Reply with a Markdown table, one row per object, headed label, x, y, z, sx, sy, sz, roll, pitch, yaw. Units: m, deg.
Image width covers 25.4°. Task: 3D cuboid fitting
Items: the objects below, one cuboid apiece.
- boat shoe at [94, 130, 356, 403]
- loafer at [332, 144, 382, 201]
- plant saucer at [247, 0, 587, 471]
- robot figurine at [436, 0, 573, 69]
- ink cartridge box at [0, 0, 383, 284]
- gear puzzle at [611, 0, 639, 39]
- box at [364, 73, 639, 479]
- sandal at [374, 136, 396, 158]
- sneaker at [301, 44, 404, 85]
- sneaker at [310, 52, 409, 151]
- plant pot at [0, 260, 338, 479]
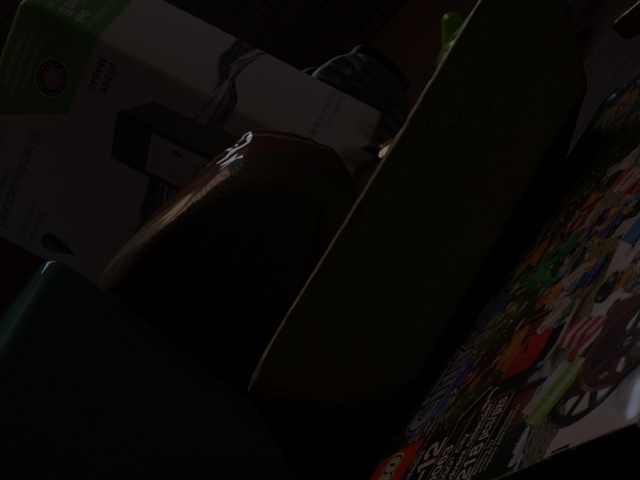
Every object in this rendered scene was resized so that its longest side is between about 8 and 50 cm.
| label | x | y | z | sx | sy | sz | roll | pitch | yaw |
| --- | --- | --- | --- | --- | --- | --- | --- | --- | --- |
| boat shoe | -0.072 | 0.049 | 0.727 | 0.324 | 0.123 | 0.116 | 124 | 158 | -43 |
| loafer | 0.000 | 0.000 | 0.849 | 0.112 | 0.111 | 0.319 | -51 | 7 | -16 |
| plant saucer | 0.048 | 0.007 | 0.554 | 0.188 | 0.045 | 0.188 | -59 | -13 | -13 |
| robot figurine | 0.125 | -0.131 | 0.971 | 0.101 | 0.067 | 0.115 | 13 | 56 | 48 |
| ink cartridge box | -0.117 | -0.060 | 1.092 | 0.198 | 0.273 | 0.115 | -62 | 1 | 30 |
| gear puzzle | 0.239 | -0.176 | 0.480 | 0.339 | 0.044 | 0.175 | -40 | 1 | 9 |
| box | 0.106 | 0.006 | 0.442 | 0.233 | 0.044 | 0.159 | -53 | 9 | -35 |
| sandal | 0.049 | -0.040 | 1.025 | 0.180 | 0.049 | 0.072 | -48 | 7 | 2 |
| sneaker | 0.009 | -0.129 | 1.596 | 0.123 | 0.106 | 0.290 | -50 | -5 | 26 |
| sneaker | -0.014 | -0.074 | 1.366 | 0.281 | 0.105 | 0.115 | -54 | 9 | -35 |
| plant pot | -0.132 | 0.166 | 0.590 | 0.165 | 0.166 | 0.234 | -43 | 13 | 39 |
